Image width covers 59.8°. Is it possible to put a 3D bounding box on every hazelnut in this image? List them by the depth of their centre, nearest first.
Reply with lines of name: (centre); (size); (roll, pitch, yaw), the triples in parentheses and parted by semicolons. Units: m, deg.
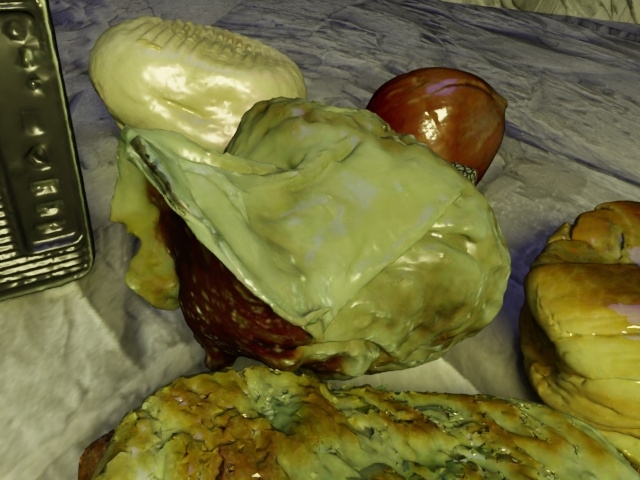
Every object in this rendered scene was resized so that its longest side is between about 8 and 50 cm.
hazelnut: (0.177, -0.166, 0.851); (0.230, 0.229, 0.229); (3, 35, -2)

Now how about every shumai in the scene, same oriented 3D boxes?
shumai: (0.000, 0.000, 0.469); (0.330, 0.291, 0.288); (21, -4, 12)

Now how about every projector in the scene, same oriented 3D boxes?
projector: (-0.437, -0.178, 0.634); (0.242, 0.395, 0.405); (-15, 40, -28)

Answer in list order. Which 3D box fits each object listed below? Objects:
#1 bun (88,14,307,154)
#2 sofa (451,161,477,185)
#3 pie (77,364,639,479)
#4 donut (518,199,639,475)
bun: (-0.194, -0.225, 0.897); (0.361, 0.213, 0.361); (16, 26, -8)
sofa: (0.171, -0.042, 0.752); (0.060, 0.117, 0.039); (-25, 44, -36)
pie: (0.063, 0.227, 0.313); (0.418, 0.180, 0.395); (2, 33, -15)
donut: (0.366, 0.092, 0.546); (0.361, 0.170, 0.360); (4, 33, -2)
